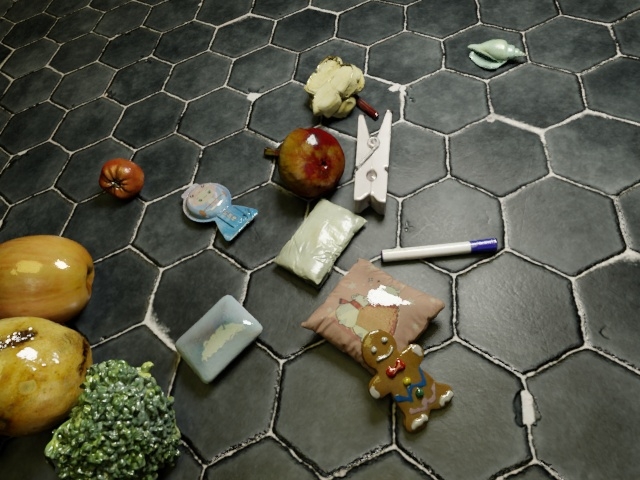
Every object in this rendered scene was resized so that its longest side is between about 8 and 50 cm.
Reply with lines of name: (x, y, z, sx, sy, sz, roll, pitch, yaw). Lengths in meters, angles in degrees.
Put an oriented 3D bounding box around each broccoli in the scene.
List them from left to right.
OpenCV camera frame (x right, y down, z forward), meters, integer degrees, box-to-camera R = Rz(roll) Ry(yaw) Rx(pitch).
broccoli: (-0.410, 0.388, 0.869, 0.288, 0.248, 0.246, -59, 28, -12)

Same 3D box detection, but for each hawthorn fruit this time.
hawthorn fruit: (-0.594, -0.194, 1.290, 0.125, 0.125, 0.140, 1, 60, 13)

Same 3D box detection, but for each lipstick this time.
lipstick: (0.125, -0.429, 1.337, 0.027, 0.027, 0.176, -34, 58, -9)

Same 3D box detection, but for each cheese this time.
cheese: (-0.295, -0.093, 1.201, 0.245, 0.052, 0.135, 31, 69, 27)

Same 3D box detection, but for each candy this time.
candy: (-0.234, 0.220, 0.980, 0.138, 0.071, 0.174, 37, 73, 29)

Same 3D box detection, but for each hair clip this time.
hair clip: (0.141, -0.220, 1.165, 0.101, 0.085, 0.330, 5, 56, 5)

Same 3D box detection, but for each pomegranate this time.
pomegranate: (-0.629, 0.284, 0.915, 0.261, 0.260, 0.260, -6, 57, 9)

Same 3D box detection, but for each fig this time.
fig: (-0.074, -0.236, 1.169, 0.290, 0.190, 0.190, 32, 70, 26)

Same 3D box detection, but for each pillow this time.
pillow: (0.000, 0.000, 1.082, 0.148, 0.050, 0.229, 28, 65, 19)
pillow: (0.112, 0.165, 0.931, 0.236, 0.084, 0.223, 30, 71, 25)

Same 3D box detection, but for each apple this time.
apple: (-0.692, 0.102, 1.076, 0.241, 0.242, 0.242, 1, 58, -3)

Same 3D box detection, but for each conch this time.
conch: (0.539, -0.570, 1.322, 0.180, 0.088, 0.065, 18, 20, 29)

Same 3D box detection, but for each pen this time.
pen: (0.277, 0.024, 1.016, 0.269, 0.033, 0.033, -6, 57, 8)

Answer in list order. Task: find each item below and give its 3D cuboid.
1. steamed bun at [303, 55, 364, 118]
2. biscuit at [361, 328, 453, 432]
steamed bun: (0.043, -0.456, 1.321, 0.177, 0.106, 0.192, 35, 94, 42)
biscuit: (0.156, 0.265, 0.841, 0.138, 0.031, 0.205, -37, 83, -10)
